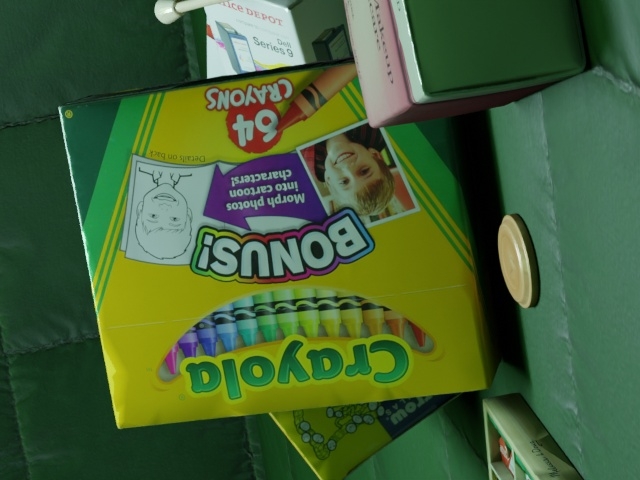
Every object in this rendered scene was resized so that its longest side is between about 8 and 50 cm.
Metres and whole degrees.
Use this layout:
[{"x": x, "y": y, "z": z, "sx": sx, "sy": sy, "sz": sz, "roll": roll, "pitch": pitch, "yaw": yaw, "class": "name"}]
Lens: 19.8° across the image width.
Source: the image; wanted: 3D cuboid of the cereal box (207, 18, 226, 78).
[{"x": -0.064, "y": -0.201, "z": 2.373, "sx": 0.047, "sy": 0.173, "sz": 0.240, "roll": -58, "pitch": -13, "yaw": -25, "class": "cereal box"}]

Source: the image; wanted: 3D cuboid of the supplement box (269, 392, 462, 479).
[{"x": -0.002, "y": 0.082, "z": 2.001, "sx": 0.195, "sy": 0.194, "sz": 0.356, "roll": 53, "pitch": 180, "yaw": -20, "class": "supplement box"}]

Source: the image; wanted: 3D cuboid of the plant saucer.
[{"x": 0.171, "y": 0.018, "z": 1.599, "sx": 0.083, "sy": 0.013, "sz": 0.083, "roll": 169, "pitch": 90, "yaw": -82, "class": "plant saucer"}]

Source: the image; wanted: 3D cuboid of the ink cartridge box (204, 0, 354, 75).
[{"x": -0.035, "y": -0.216, "z": 2.051, "sx": 0.154, "sy": 0.093, "sz": 0.212, "roll": 24, "pitch": 143, "yaw": 37, "class": "ink cartridge box"}]

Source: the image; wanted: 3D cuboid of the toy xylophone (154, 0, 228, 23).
[{"x": -0.071, "y": -0.344, "z": 1.908, "sx": 0.081, "sy": 0.236, "sz": 0.323, "roll": 47, "pitch": 148, "yaw": -22, "class": "toy xylophone"}]

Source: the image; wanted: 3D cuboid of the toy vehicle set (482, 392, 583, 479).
[{"x": 0.204, "y": 0.263, "z": 1.617, "sx": 0.267, "sy": 0.035, "sz": 0.166, "roll": -122, "pitch": 23, "yaw": -67, "class": "toy vehicle set"}]

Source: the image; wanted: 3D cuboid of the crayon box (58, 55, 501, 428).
[{"x": -0.035, "y": -0.003, "z": 1.716, "sx": 0.106, "sy": 0.363, "sz": 0.313, "roll": -41, "pitch": -58, "yaw": -74, "class": "crayon box"}]

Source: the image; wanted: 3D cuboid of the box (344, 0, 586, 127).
[{"x": 0.102, "y": -0.177, "z": 1.417, "sx": 0.232, "sy": 0.127, "sz": 0.148, "roll": 163, "pitch": 96, "yaw": -82, "class": "box"}]
